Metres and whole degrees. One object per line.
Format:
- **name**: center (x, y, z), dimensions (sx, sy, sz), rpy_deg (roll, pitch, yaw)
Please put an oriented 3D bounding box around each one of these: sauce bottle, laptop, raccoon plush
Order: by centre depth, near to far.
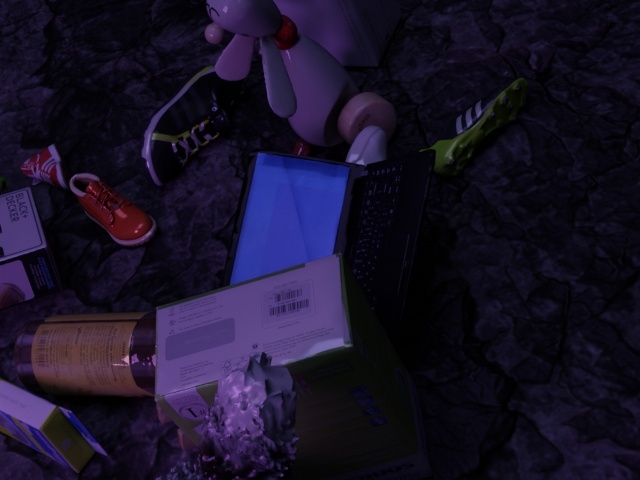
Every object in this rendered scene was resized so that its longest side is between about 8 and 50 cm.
- **raccoon plush**: center (-0.207, 0.293, 1.057), dimensions (0.299, 0.446, 0.216), rpy_deg (-3, 23, -22)
- **laptop**: center (0.000, 0.000, 1.337), dimensions (0.264, 0.137, 0.234), rpy_deg (-6, 72, 65)
- **sauce bottle**: center (-0.221, 0.144, 1.393), dimensions (0.344, 0.111, 0.111), rpy_deg (-2, 53, 27)

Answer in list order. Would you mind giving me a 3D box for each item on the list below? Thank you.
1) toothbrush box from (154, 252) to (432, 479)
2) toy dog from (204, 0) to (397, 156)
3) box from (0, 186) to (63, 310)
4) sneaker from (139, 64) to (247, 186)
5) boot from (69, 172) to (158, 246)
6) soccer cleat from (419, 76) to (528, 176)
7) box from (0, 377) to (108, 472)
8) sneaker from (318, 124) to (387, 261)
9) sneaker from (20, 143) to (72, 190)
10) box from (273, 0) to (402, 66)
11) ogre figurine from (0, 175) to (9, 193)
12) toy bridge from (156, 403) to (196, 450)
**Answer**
- **toothbrush box**: center (-0.023, 0.164, 1.175), dimensions (0.206, 0.283, 0.122), rpy_deg (-17, 47, 12)
- **toy dog**: center (-0.056, -0.208, 1.507), dimensions (0.161, 0.334, 0.220), rpy_deg (-52, 23, 2)
- **box**: center (-0.529, 0.038, 1.580), dimensions (0.290, 0.087, 0.169), rpy_deg (-17, 39, -11)
- **sneaker**: center (-0.185, -0.180, 1.663), dimensions (0.097, 0.084, 0.234), rpy_deg (10, 59, 29)
- **boot**: center (-0.304, -0.047, 1.612), dimensions (0.158, 0.084, 0.059), rpy_deg (26, 66, 36)
- **soccer cleat**: center (0.205, -0.161, 1.487), dimensions (0.179, 0.060, 0.072), rpy_deg (-45, 48, -10)
- **box**: center (-0.361, 0.228, 1.397), dimensions (0.178, 0.109, 0.042), rpy_deg (17, 58, 34)
- **sneaker**: center (0.072, -0.051, 1.456), dimensions (0.094, 0.080, 0.212), rpy_deg (8, 68, 21)
- **sneaker**: center (-0.431, -0.103, 1.742), dimensions (0.067, 0.042, 0.118), rpy_deg (-28, 39, -4)
- **box**: center (0.002, -0.363, 1.659), dimensions (0.182, 0.181, 0.119), rpy_deg (7, 58, 29)
- **ogre figurine**: center (-0.570, -0.023, 1.713), dimensions (0.197, 0.096, 0.118), rpy_deg (-16, 28, -8)
- **toy bridge**: center (-0.138, 0.229, 1.318), dimensions (0.063, 0.026, 0.188), rpy_deg (-14, 22, -23)
